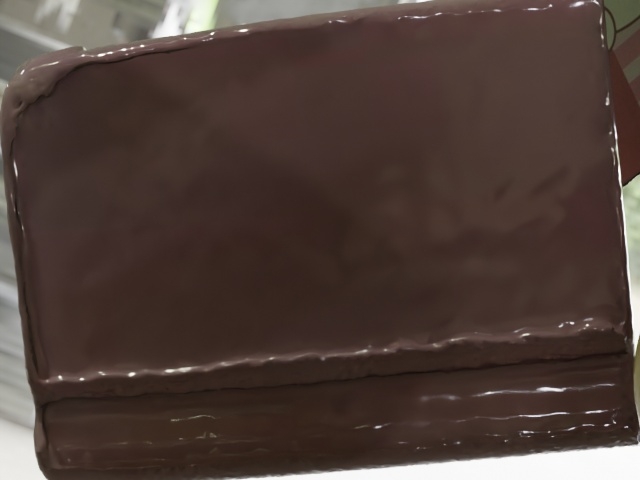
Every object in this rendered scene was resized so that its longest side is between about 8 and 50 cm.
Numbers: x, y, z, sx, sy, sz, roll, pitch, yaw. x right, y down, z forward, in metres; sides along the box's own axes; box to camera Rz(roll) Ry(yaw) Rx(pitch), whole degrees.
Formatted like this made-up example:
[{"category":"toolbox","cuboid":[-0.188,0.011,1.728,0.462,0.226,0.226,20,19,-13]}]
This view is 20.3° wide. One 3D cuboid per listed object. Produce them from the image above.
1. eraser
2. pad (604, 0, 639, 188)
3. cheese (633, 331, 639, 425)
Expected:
[{"category":"eraser","cuboid":[0.000,0.000,1.077,0.359,0.272,0.122,-5,4,5]},{"category":"pad","cuboid":[0.193,-0.205,1.139,0.005,0.202,0.300,4,55,-41]},{"category":"cheese","cuboid":[0.249,-0.088,0.368,0.384,0.384,0.104,19,14,-23]}]
